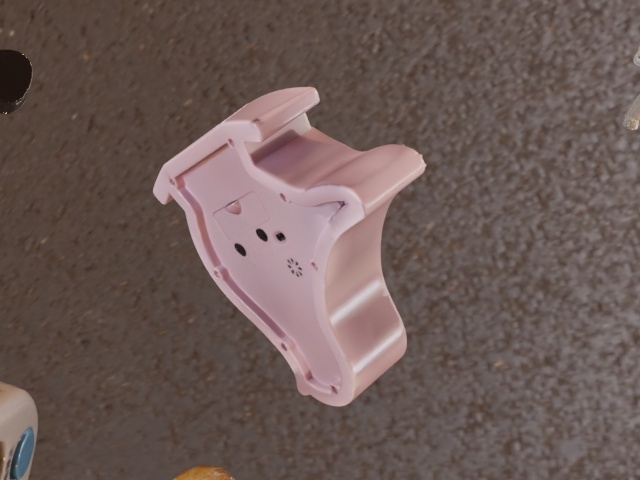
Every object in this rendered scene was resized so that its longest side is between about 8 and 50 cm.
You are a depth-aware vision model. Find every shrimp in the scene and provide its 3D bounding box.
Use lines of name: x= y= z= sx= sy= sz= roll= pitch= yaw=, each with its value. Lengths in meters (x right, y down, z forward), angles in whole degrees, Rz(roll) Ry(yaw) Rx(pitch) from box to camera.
shrimp: x=-0.173 y=0.402 z=1.861 sx=0.132 sy=0.187 sz=0.051 roll=-23 pitch=128 yaw=1

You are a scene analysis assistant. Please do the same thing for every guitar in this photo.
guitar: x=-0.515 y=-0.240 z=1.701 sx=0.271 sy=0.038 sz=0.084 roll=16 pitch=63 yaw=-14

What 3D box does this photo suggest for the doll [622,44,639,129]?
doll: x=0.386 y=-0.210 z=1.340 sx=0.057 sy=0.114 sz=0.227 roll=-27 pitch=132 yaw=-44

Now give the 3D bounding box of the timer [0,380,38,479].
timer: x=-0.326 y=0.247 z=1.083 sx=0.087 sy=0.237 sz=0.262 roll=17 pitch=101 yaw=9

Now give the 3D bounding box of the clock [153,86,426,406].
clock: x=0.000 y=0.000 z=1.130 sx=0.080 sy=0.290 sz=0.275 roll=-36 pitch=93 yaw=-30
